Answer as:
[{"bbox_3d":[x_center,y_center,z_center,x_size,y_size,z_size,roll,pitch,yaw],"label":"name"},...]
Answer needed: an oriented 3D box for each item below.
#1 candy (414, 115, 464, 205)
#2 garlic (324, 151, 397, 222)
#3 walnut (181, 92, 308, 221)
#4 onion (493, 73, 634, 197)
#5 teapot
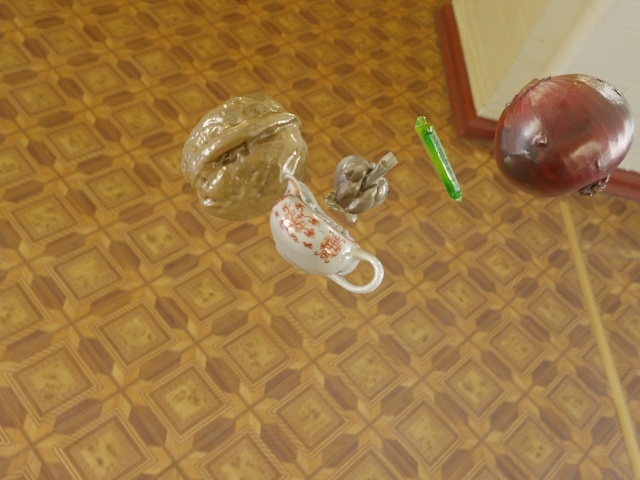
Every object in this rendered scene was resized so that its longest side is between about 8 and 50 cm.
[{"bbox_3d":[0.235,-0.156,1.260,0.032,0.178,0.102,-25,23,8],"label":"candy"},{"bbox_3d":[0.099,-0.140,1.399,0.131,0.194,0.127,37,47,-2],"label":"garlic"},{"bbox_3d":[-0.140,-0.163,1.235,0.257,0.257,0.224,-23,78,-33],"label":"walnut"},{"bbox_3d":[0.591,-0.258,1.593,0.341,0.341,0.341,10,50,-12],"label":"onion"},{"bbox_3d":[0.000,0.000,0.988,0.245,0.159,0.116,39,85,24],"label":"teapot"}]
